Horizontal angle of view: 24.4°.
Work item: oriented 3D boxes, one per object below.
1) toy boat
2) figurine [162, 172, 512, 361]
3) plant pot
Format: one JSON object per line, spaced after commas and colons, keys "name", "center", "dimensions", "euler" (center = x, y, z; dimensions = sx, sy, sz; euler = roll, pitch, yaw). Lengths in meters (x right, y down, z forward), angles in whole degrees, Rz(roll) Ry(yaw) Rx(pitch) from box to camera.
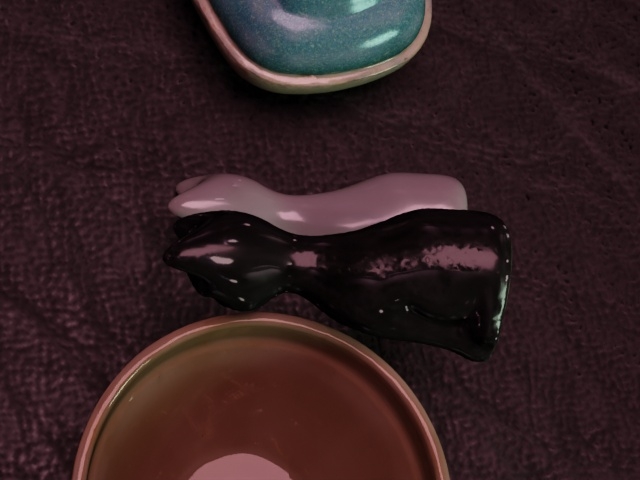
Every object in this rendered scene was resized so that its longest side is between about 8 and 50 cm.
{"name": "toy boat", "center": [0.042, -0.257, 1.095], "dimensions": [0.318, 0.148, 0.267], "euler": [-17, 75, -18]}
{"name": "figurine", "center": [0.000, 0.000, 0.979], "dimensions": [0.209, 0.215, 0.092], "euler": [7, 102, -8]}
{"name": "plant pot", "center": [-0.043, 0.173, 0.941], "dimensions": [0.237, 0.110, 0.237], "euler": [4, 71, -11]}
